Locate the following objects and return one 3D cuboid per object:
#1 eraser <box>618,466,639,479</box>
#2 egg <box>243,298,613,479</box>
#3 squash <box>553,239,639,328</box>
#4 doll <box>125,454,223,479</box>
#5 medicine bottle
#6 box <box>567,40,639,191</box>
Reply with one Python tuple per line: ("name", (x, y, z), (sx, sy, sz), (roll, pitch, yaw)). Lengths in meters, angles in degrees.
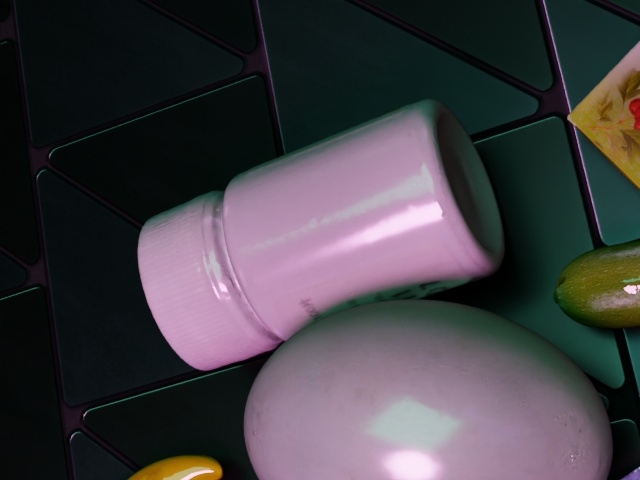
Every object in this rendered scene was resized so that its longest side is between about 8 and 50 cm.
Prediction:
("eraser", (0.365, 0.295, 1.654), (0.312, 0.042, 0.144), (-33, 65, 15))
("egg", (0.106, 0.198, 1.670), (0.389, 0.276, 0.276), (3, 79, 20))
("squash", (0.421, 0.034, 1.661), (0.378, 0.101, 0.101), (-7, 74, 28))
("doll", (-0.178, 0.371, 1.862), (0.252, 0.111, 0.237), (-24, 53, 20))
("medicine bottle", (0.000, 0.000, 1.809), (0.371, 0.211, 0.211), (-21, 69, 20))
("box", (0.417, -0.162, 1.732), (0.260, 0.062, 0.175), (-46, 63, 8))
